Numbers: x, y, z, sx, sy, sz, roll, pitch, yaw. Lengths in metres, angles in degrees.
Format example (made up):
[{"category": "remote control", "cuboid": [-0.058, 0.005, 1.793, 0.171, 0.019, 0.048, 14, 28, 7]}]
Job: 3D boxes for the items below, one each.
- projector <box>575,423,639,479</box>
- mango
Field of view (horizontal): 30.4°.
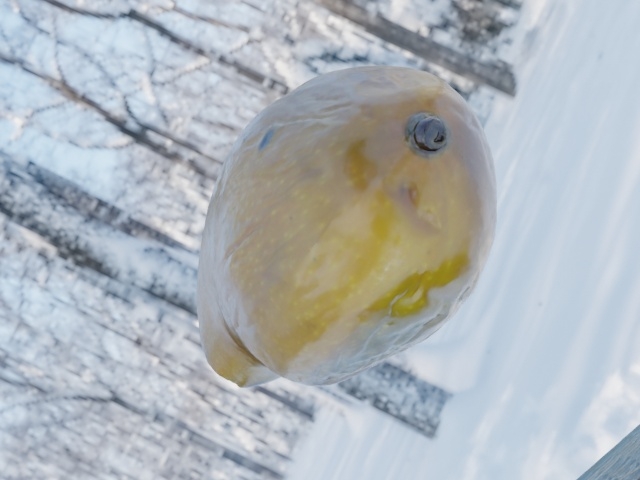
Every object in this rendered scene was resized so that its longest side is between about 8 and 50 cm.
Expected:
[{"category": "projector", "cuboid": [0.175, 0.236, 0.627, 0.256, 0.192, 0.099, -39, 3, -6]}, {"category": "mango", "cuboid": [0.000, -0.003, 0.723, 0.359, 0.144, 0.187, 156, 129, -71]}]
